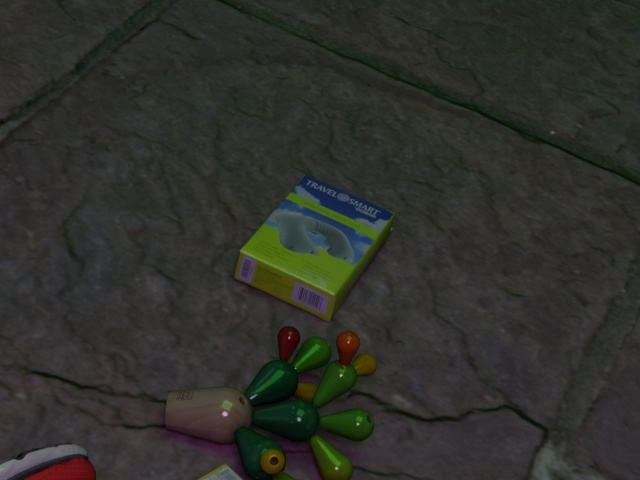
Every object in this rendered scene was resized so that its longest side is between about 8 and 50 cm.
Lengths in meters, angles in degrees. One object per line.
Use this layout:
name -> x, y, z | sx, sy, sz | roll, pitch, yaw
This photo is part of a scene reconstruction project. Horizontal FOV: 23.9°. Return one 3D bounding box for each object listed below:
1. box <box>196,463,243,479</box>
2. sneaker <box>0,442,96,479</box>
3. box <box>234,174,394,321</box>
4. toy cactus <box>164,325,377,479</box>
box -> -0.109, 0.256, 1.188 | 0.179, 0.043, 0.105 | -23, 52, -41
sneaker -> -0.257, 0.257, 1.116 | 0.118, 0.107, 0.279 | 45, 47, 7
box -> 0.000, 0.000, 1.542 | 0.109, 0.042, 0.178 | 24, 40, 11
toy cactus -> -0.043, 0.151, 1.307 | 0.180, 0.112, 0.219 | 4, 47, 2
